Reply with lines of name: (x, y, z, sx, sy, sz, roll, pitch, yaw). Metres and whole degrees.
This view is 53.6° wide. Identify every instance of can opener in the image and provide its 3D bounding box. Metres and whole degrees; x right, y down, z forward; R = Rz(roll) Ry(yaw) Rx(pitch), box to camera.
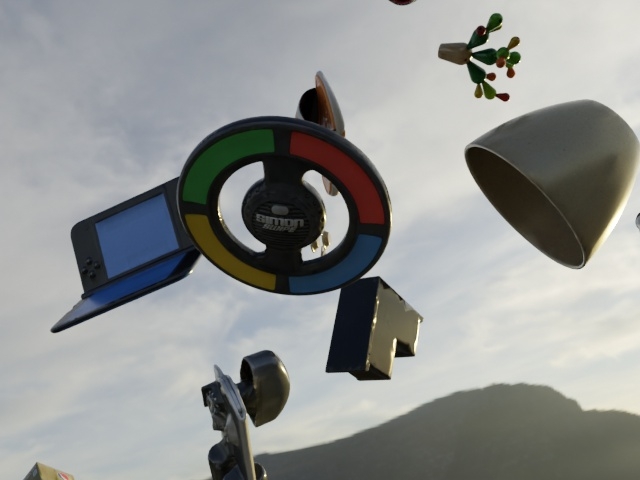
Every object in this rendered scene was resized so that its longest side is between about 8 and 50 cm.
can opener: (-0.063, 0.234, 0.660, 0.095, 0.076, 0.284, -20, -51, -22)

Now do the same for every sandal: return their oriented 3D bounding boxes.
sandal: (-0.008, -0.157, 1.061, 0.076, 0.102, 0.265, -16, -35, -9)

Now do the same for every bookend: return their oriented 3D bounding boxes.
bookend: (0.092, 0.163, 1.017, 0.072, 0.156, 0.157, -11, -36, 35)

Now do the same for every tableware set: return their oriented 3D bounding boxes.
tableware set: (0.000, 0.000, 1.567, 0.020, 0.141, 0.169, -7, -45, 16)

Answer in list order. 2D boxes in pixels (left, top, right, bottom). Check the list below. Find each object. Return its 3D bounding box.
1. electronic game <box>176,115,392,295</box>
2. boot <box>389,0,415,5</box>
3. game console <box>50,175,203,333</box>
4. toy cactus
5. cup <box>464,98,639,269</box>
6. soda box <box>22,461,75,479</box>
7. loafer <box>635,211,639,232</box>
electronic game: (-0.039, -0.027, 0.668, 0.229, 0.048, 0.229, 6, -50, 7)
boot: (0.152, -0.566, 1.282, 0.178, 0.236, 0.085, -37, -16, -42)
game console: (-0.371, 0.017, 1.204, 0.293, 0.250, 0.173, -23, -16, 9)
toy cactus: (0.347, -0.397, 1.397, 0.180, 0.112, 0.219, 15, -24, 23)
cup: (0.489, -0.141, 1.270, 0.237, 0.331, 0.331, -40, -28, -1)
soda box: (-0.383, 0.376, 0.792, 0.058, 0.061, 0.181, 40, -96, -35)
loafer: (0.530, -0.006, 0.726, 0.365, 0.134, 0.130, 12, -69, -17)
